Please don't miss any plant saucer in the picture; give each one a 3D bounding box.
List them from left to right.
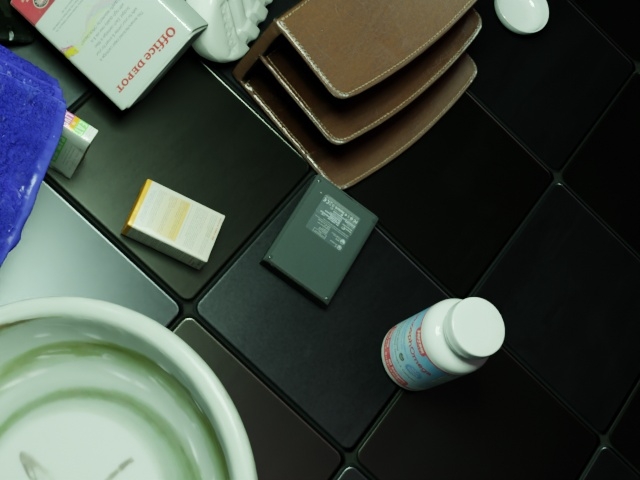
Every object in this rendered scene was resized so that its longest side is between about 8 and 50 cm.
[{"bbox_3d":[-0.239,0.255,1.036,0.400,0.100,0.400,-2,79,12],"label":"plant saucer"}]

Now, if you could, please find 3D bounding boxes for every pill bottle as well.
[{"bbox_3d":[0.140,0.116,1.269,0.087,0.160,0.087,8,69,-21],"label":"pill bottle"}]

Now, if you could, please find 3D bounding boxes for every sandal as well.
[{"bbox_3d":[-0.090,-0.410,1.377,0.102,0.169,0.416,11,62,24],"label":"sandal"}]

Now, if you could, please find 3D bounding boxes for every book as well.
[{"bbox_3d":[-0.313,-0.133,1.194,0.144,0.096,0.035,32,63,-10],"label":"book"}]

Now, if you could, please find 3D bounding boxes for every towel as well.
[{"bbox_3d":[-0.380,-0.114,1.002,0.308,0.076,0.228,30,67,-42],"label":"towel"}]

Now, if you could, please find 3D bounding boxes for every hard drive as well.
[{"bbox_3d":[0.000,0.000,1.326,0.094,0.022,0.135,36,62,-9],"label":"hard drive"}]

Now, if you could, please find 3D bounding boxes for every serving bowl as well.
[{"bbox_3d":[0.275,-0.321,1.551,0.083,0.027,0.083,7,70,-21],"label":"serving bowl"}]

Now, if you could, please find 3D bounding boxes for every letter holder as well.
[{"bbox_3d":[0.084,-0.230,1.370,0.302,0.152,0.214,-41,94,-29],"label":"letter holder"}]

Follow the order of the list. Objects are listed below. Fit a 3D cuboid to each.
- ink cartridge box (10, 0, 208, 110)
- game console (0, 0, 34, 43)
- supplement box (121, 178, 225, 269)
[{"bbox_3d":[-0.234,-0.252,1.247,0.175,0.127,0.072,44,19,-5],"label":"ink cartridge box"},{"bbox_3d":[-0.397,-0.265,1.251,0.107,0.071,0.122,-8,75,-56],"label":"game console"},{"bbox_3d":[-0.165,-0.017,1.252,0.098,0.036,0.062,27,64,-13],"label":"supplement box"}]
